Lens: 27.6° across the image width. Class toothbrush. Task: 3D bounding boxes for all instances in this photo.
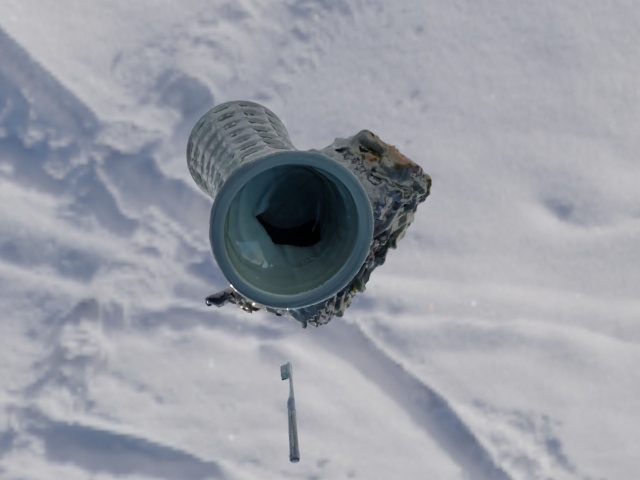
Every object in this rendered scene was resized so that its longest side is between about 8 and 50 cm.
[{"bbox_3d":[-0.047,0.261,2.000,0.019,0.219,0.016,-20,125,8],"label":"toothbrush"}]

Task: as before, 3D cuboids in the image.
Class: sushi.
[{"bbox_3d":[0.000,0.000,1.471,0.274,0.139,0.184,-58,161,18],"label":"sushi"}]

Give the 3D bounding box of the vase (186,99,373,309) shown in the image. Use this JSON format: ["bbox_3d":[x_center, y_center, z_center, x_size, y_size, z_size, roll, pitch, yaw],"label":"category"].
[{"bbox_3d":[-0.057,-0.050,1.234,0.143,0.299,0.143,-4,107,-12],"label":"vase"}]
